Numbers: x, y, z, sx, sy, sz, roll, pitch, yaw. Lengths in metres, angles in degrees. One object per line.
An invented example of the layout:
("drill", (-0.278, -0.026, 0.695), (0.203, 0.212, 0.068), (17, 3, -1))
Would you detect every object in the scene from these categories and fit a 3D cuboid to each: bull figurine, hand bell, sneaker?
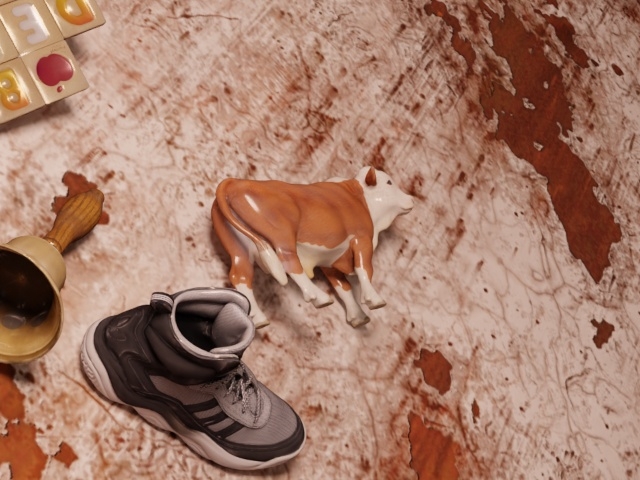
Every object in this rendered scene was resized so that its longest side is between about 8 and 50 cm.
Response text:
("bull figurine", (0.000, 0.000, 1.613), (0.310, 0.101, 0.188), (0, 66, -46))
("hand bell", (-0.264, 0.008, 1.366), (0.126, 0.126, 0.242), (47, 27, -10))
("sneaker", (-0.094, 0.137, 1.383), (0.269, 0.153, 0.101), (31, 45, -26))

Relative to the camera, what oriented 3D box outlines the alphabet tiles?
("alphabet tiles", (-0.385, -0.277, 1.417), (0.285, 0.011, 0.342), (-29, 92, -36))
